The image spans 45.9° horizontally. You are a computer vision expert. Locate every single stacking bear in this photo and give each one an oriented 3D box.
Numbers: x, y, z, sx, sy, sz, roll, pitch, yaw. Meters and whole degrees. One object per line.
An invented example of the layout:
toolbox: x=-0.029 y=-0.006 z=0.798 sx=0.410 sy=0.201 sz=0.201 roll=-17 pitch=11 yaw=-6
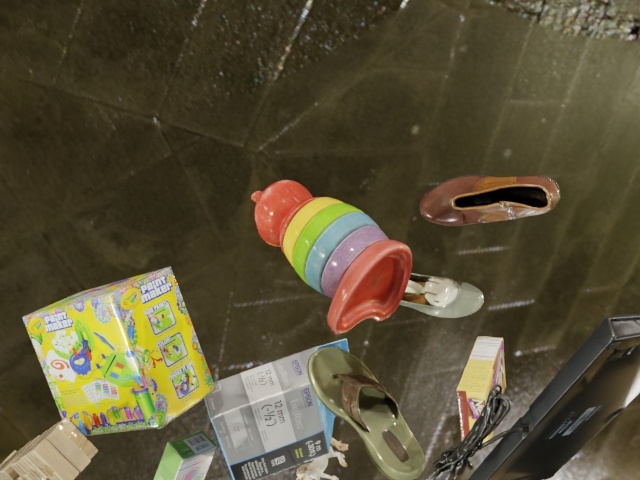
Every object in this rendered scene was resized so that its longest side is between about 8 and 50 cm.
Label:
stacking bear: x=0.000 y=0.000 z=1.287 sx=0.175 sy=0.289 sz=0.164 roll=-10 pitch=129 yaw=-48

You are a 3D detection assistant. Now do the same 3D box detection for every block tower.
block tower: x=-0.543 y=0.437 z=1.459 sx=0.335 sy=0.097 sz=0.091 roll=-32 pitch=-169 yaw=45

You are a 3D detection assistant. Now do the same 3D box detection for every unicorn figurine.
unicorn figurine: x=0.002 y=0.555 z=1.852 sx=0.111 sy=0.162 sz=0.060 roll=37 pitch=137 yaw=-15

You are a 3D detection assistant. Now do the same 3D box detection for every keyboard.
keyboard: x=0.215 y=0.172 z=0.740 sx=0.201 sy=0.033 sz=0.317 roll=-5 pitch=139 yaw=-23

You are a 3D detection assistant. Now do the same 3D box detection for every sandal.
sandal: x=0.095 y=0.312 z=1.429 sx=0.120 sy=0.303 sz=0.086 roll=-29 pitch=154 yaw=-30

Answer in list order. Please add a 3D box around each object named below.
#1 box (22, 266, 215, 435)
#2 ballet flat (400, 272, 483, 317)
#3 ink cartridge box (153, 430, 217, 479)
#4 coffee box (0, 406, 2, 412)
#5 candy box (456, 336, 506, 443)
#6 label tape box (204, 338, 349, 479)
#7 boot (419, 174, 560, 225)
box: x=-0.417 y=0.234 z=1.567 sx=0.177 sy=0.289 sz=0.279 roll=-29 pitch=102 yaw=-55
ballet flat: x=0.184 y=0.093 z=1.361 sx=0.068 sy=0.213 sz=0.072 roll=41 pitch=62 yaw=-51
ink cartridge box: x=-0.326 y=0.551 z=1.753 sx=0.109 sy=0.062 sz=0.209 roll=-7 pitch=126 yaw=-52
coffee box: x=-0.495 y=0.343 z=0.889 sx=0.168 sy=0.118 sz=0.297 roll=35 pitch=63 yaw=-80
candy box: x=0.289 y=0.263 z=1.345 sx=0.186 sy=0.053 sz=0.109 roll=-44 pitch=129 yaw=-58
label tape box: x=-0.069 y=0.397 z=1.742 sx=0.347 sy=0.115 sz=0.249 roll=-17 pitch=126 yaw=-8
boot: x=0.267 y=-0.058 z=1.286 sx=0.280 sy=0.264 sz=0.096 roll=-18 pitch=108 yaw=-66
